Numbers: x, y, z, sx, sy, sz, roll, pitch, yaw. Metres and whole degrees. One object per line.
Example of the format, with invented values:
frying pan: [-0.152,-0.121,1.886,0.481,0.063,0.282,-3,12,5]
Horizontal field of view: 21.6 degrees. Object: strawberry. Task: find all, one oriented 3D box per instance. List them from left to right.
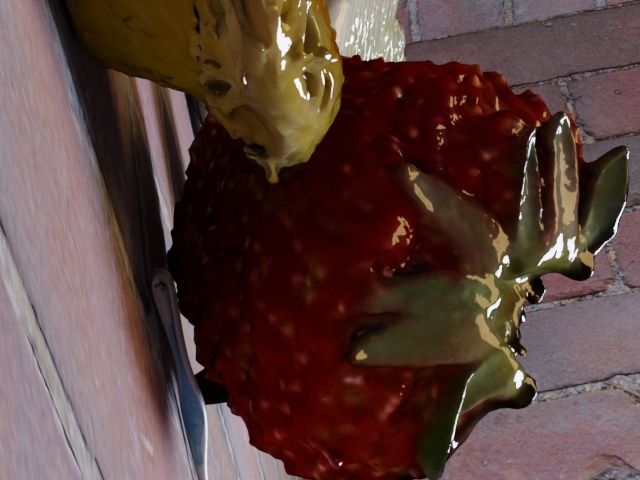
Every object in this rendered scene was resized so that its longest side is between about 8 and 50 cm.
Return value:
strawberry: [-0.014,-0.008,0.876,0.138,0.306,0.233,36,77,-44]

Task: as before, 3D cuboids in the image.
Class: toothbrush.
toothbrush: [-0.068,0.087,0.875,0.017,0.014,0.162,-72,155,-60]

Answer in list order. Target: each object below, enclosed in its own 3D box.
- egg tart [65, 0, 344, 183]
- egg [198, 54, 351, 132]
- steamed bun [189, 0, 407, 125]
egg tart: [-0.064,-0.164,0.732,0.295,0.116,0.295,169,-90,-87]
egg: [0.000,0.000,1.214,0.196,0.196,0.271,-106,-163,-84]
steamed bun: [-0.043,-0.184,1.597,0.268,0.207,0.280,80,26,-53]
